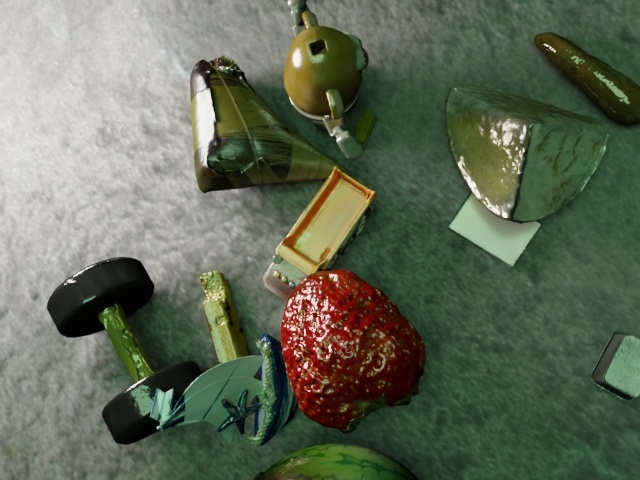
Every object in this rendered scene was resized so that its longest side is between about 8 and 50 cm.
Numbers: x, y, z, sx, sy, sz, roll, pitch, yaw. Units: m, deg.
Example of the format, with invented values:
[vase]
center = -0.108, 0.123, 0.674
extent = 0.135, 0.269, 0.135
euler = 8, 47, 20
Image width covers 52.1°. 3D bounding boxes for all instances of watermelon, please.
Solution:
[watermelon]
center = 0.031, 0.509, 1.091
extent = 0.363, 0.363, 0.363
euler = -2, 79, 11

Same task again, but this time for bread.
[bread]
center = -0.195, 0.167, 1.323
extent = 0.049, 0.088, 0.226
euler = -21, 78, 8

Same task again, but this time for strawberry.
[strawberry]
center = 0.048, 0.183, 1.184
extent = 0.257, 0.257, 0.277
euler = -25, 90, 6

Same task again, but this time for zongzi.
[zongzi]
center = -0.110, -0.249, 1.373
extent = 0.317, 0.154, 0.289
euler = -3, 75, -9

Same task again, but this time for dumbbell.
[dumbbell]
center = -0.378, 0.214, 1.290
extent = 0.203, 0.204, 0.322
euler = -34, 75, 4

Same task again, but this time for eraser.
[eraser]
center = 0.341, -0.029, 1.285
extent = 0.150, 0.023, 0.104
euler = 34, 88, 15

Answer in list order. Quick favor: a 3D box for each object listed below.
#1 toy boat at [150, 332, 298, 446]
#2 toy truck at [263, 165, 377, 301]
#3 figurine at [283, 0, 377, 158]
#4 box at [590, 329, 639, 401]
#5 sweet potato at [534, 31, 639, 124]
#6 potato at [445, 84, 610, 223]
[toy boat]
center = -0.160, 0.311, 1.225
extent = 0.291, 0.070, 0.210
euler = -27, 111, -27
[toy truck]
center = 0.000, 0.000, 1.289
extent = 0.114, 0.135, 0.270
euler = 34, 88, 14
[figurine]
center = 0.016, -0.311, 1.267
extent = 0.167, 0.285, 0.342
euler = -41, 73, 3
[box]
center = 0.550, 0.225, 1.174
extent = 0.084, 0.069, 0.122
euler = 28, 86, 13
[sweet potato]
center = 0.524, -0.324, 1.278
extent = 0.075, 0.075, 0.273
euler = -46, 74, 0
[potato]
center = 0.377, -0.174, 1.274
extent = 0.264, 0.211, 0.189
euler = 44, 133, 47
